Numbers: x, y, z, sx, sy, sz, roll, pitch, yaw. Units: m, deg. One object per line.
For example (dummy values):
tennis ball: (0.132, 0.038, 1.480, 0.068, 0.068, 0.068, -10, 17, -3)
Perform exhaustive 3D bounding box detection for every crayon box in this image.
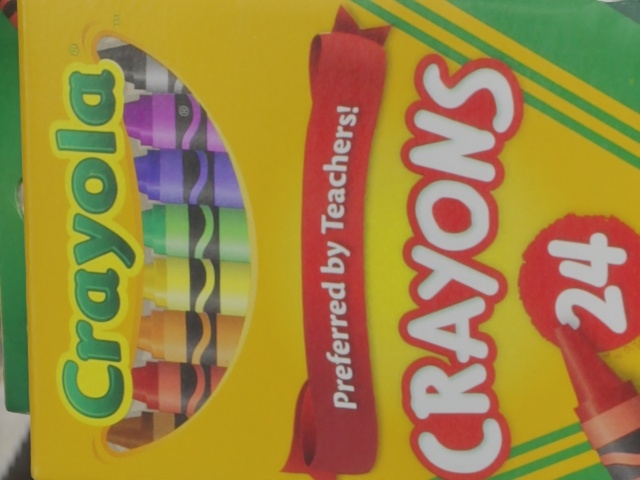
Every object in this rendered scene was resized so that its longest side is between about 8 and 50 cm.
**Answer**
crayon box: (0.000, 0.000, 0.715, 0.081, 0.318, 0.202, -30, 121, -66)
